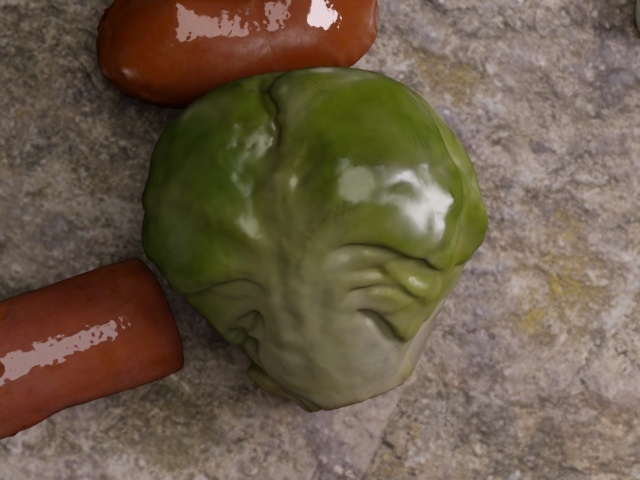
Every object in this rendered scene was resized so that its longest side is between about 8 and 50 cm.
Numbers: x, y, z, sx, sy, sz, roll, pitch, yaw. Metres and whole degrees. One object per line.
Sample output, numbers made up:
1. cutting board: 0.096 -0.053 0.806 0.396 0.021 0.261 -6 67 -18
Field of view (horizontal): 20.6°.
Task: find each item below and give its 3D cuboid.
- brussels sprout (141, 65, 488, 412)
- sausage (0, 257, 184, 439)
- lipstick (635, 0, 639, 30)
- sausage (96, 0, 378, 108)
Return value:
1. brussels sprout: 0.006 -0.012 1.514 0.274 0.242 0.316 -41 105 -3
2. sausage: -0.255 0.104 1.513 0.259 0.113 0.113 -19 89 -15
3. lipstick: 0.476 -0.214 1.723 0.327 0.087 0.087 10 82 -12
4. sausage: -0.074 -0.186 1.577 0.258 0.133 0.133 -12 87 -18
